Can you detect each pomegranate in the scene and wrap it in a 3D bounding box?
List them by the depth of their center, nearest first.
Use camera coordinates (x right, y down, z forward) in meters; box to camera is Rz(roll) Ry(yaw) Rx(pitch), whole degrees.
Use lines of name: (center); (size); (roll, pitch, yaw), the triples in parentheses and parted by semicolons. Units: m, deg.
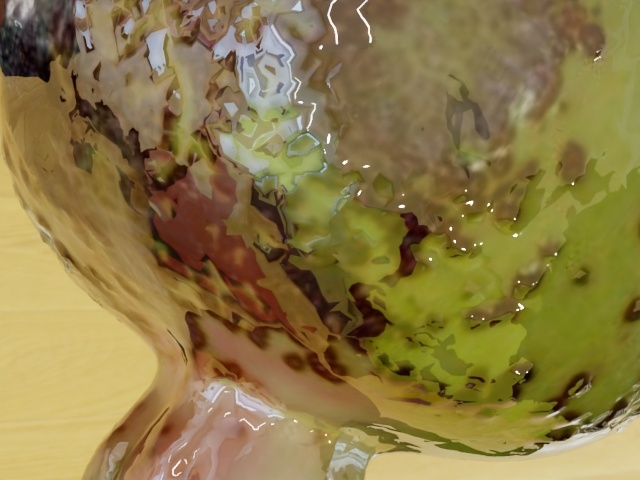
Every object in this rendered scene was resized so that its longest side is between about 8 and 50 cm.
pomegranate: (0.000, 0.000, 0.494); (0.285, 0.285, 0.340); (31, 78, -28)
